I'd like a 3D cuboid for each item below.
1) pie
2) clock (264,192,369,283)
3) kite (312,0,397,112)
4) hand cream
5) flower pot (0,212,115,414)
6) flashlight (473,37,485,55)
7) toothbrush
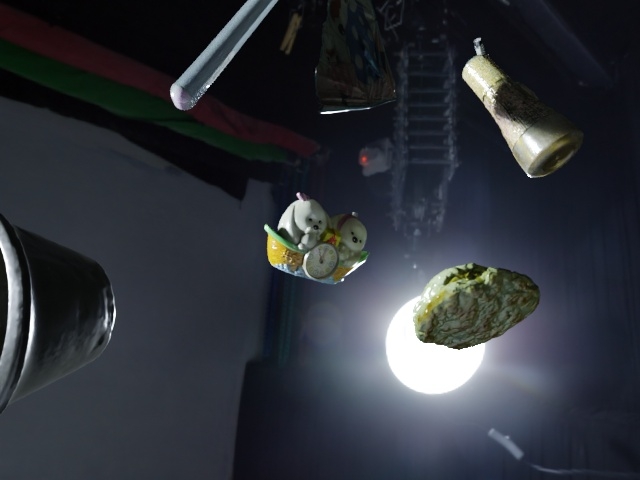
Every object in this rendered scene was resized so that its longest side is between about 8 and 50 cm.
[{"bbox_3d":[0.278,0.113,0.910,0.247,0.090,0.201,18,-56,-35],"label":"pie"},{"bbox_3d":[0.000,0.000,0.955,0.230,0.144,0.103,18,9,-34],"label":"clock"},{"bbox_3d":[0.024,-0.262,0.576,0.011,0.336,0.314,-13,-36,30],"label":"kite"},{"bbox_3d":[0.267,-0.183,0.713,0.083,0.203,0.084,-23,-29,-13],"label":"hand cream"},{"bbox_3d":[-0.384,0.094,0.666,0.268,0.269,0.166,-4,-7,34],"label":"flower pot"},{"bbox_3d":[0.437,-0.510,1.390,0.018,0.018,0.083,24,-22,44],"label":"flashlight"},{"bbox_3d":[-0.043,-0.266,0.538,0.030,0.342,0.025,36,-15,4],"label":"toothbrush"}]
